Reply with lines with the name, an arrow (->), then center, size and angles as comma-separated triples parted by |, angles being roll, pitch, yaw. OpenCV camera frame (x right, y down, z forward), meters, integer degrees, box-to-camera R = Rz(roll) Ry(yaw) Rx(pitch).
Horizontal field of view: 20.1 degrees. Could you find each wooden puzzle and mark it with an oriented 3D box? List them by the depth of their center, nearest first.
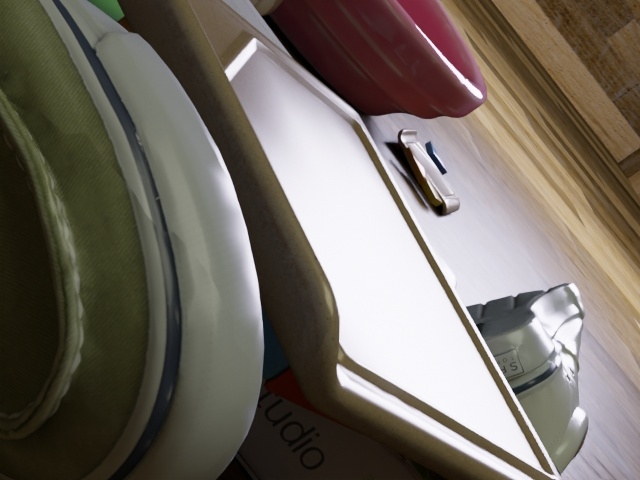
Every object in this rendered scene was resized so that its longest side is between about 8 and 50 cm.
wooden puzzle -> 0.000, 0.000, 0.643 | 0.239, 0.044, 0.221 | 42, 17, -55
wooden puzzle -> 0.082, -0.052, 1.390 | 0.078, 0.014, 0.116 | 61, 14, 11

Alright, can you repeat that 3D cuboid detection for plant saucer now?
plant saucer -> -0.002, -0.217, 1.355 | 0.332, 0.084, 0.332 | 51, 12, -15

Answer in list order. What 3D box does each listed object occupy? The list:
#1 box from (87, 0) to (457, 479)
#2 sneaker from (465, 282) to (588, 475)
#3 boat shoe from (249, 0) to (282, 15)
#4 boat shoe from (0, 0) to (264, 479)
box -> -0.033, -0.022, 0.788 | 0.232, 0.058, 0.322 | 53, 11, -6
sneaker -> 0.099, 0.081, 0.970 | 0.258, 0.094, 0.091 | -24, 100, -75
boat shoe -> -0.104, -0.254, 1.054 | 0.123, 0.123, 0.342 | 6, 42, -31
boat shoe -> -0.128, -0.051, 0.454 | 0.094, 0.109, 0.302 | 4, 40, -54
